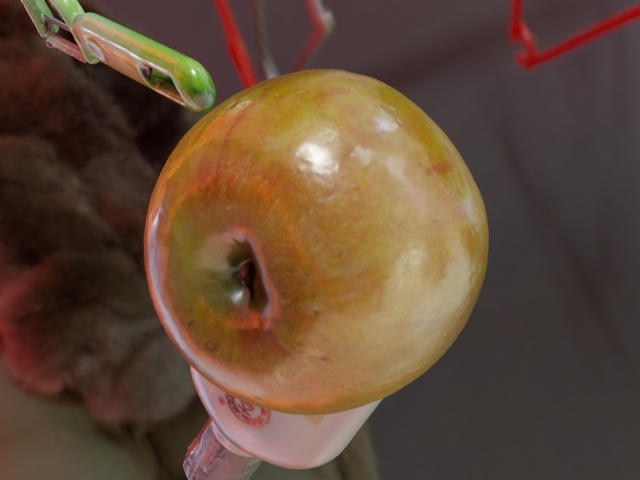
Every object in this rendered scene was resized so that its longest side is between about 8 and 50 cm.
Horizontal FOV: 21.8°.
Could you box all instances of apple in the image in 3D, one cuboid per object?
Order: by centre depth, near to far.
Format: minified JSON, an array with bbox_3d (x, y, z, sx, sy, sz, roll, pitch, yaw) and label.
[{"bbox_3d":[0.000,0.000,0.838,0.182,0.182,0.155,-20,5,42],"label":"apple"}]

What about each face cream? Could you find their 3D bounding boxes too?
[{"bbox_3d":[-0.029,0.093,1.192,0.071,0.144,0.291,-39,-11,-42],"label":"face cream"}]

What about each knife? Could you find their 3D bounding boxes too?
[{"bbox_3d":[-0.095,-0.094,0.723,0.015,0.054,0.212,-32,29,-16],"label":"knife"}]
